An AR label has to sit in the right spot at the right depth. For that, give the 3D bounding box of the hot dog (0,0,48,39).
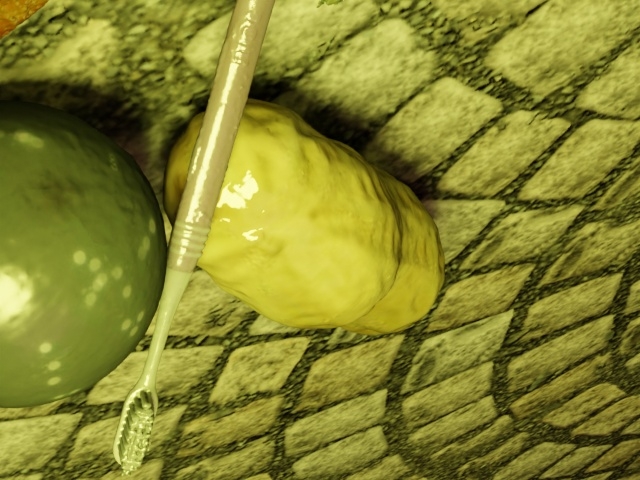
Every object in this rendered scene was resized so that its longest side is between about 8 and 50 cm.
[{"bbox_3d":[-0.195,-0.123,0.694,0.147,0.065,0.099,-40,151,3],"label":"hot dog"}]

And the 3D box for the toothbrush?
[{"bbox_3d":[-0.076,-0.015,0.835,0.024,0.029,0.354,12,106,-17],"label":"toothbrush"}]

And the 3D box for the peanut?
[{"bbox_3d":[0.000,0.000,0.982,0.147,0.147,0.319,-33,152,14],"label":"peanut"}]

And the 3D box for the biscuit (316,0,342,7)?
[{"bbox_3d":[0.015,-0.201,0.763,0.144,0.016,0.203,-48,148,13],"label":"biscuit"}]

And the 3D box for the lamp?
[{"bbox_3d":[-0.194,0.036,0.864,0.182,0.182,0.314,-16,160,-19],"label":"lamp"}]
